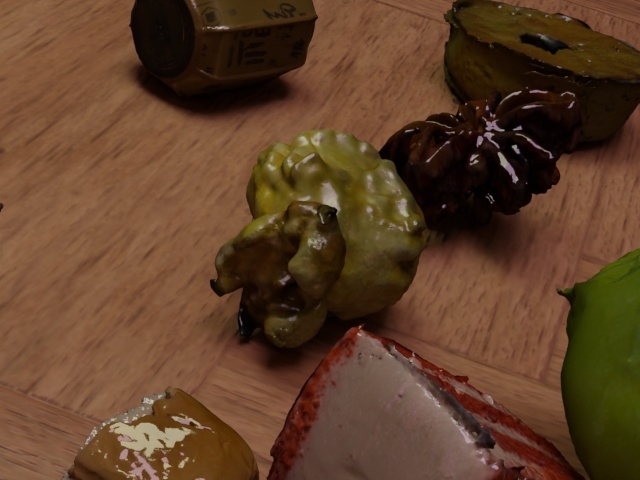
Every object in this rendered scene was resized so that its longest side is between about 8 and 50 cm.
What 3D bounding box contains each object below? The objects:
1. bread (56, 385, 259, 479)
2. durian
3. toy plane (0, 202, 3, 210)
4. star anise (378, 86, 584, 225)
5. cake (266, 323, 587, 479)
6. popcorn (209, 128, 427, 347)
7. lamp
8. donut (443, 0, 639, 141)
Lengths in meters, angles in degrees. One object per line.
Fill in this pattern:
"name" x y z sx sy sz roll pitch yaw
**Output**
"bread" -0.103 0.157 0.883 0.106 0.082 0.125 22 28 26
"durian" 0.309 0.138 0.935 0.340 0.255 0.204 19 -1 37
"toy plane" -0.305 0.019 1.048 0.130 0.061 0.189 22 27 14
"star anise" 0.158 -0.075 1.327 0.220 0.125 0.190 -17 8 -8
"cake" 0.087 0.190 0.945 0.158 0.159 0.262 41 5 37
"popcorn" -0.003 -0.010 1.121 0.195 0.174 0.168 -20 87 -51
"lamp" -0.105 -0.239 1.467 0.161 0.161 0.185 34 35 30
"donut" 0.266 -0.203 1.619 0.272 0.107 0.272 13 26 -6
